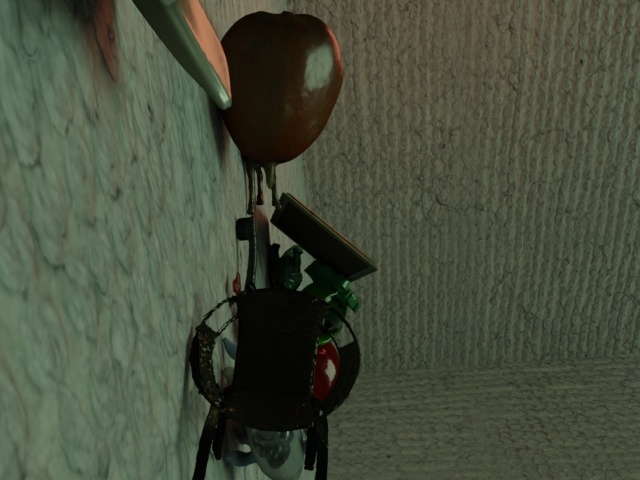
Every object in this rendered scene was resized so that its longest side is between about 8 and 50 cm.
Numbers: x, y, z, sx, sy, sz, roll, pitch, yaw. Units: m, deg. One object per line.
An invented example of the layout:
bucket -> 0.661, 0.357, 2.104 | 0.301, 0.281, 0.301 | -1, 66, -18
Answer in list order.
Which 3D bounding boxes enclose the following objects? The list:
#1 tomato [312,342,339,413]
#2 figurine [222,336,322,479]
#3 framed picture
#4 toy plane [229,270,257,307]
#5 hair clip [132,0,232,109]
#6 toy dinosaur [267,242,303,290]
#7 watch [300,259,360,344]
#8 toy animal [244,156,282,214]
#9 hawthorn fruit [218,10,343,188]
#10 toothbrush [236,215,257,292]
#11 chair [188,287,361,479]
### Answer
tomato -> -0.021, 0.316, 1.494 | 0.195, 0.136, 0.195 | -4, 90, -89
figurine -> -0.059, 0.217, 0.827 | 0.184, 0.128, 0.208 | -134, -145, -90
framed picture -> 0.000, 0.000, 1.319 | 0.019, 0.232, 0.296 | -51, -178, -13
toy plane -> -0.092, 0.107, 0.915 | 0.060, 0.037, 0.145 | -80, 150, -44
hair clip -> -0.122, -0.249, 0.427 | 0.172, 0.113, 0.282 | 69, 22, -82
toy dinosaur -> -0.076, 0.044, 1.434 | 0.292, 0.079, 0.120 | -86, 177, -63
watch -> -0.007, 0.144, 1.433 | 0.152, 0.131, 0.165 | -52, 144, -14
toy animal -> -0.110, -0.180, 1.140 | 0.243, 0.087, 0.260 | -140, -133, -74
hawthorn fruit -> -0.066, -0.200, 0.918 | 0.199, 0.199, 0.251 | -80, 178, -82
toothbrush -> -0.110, 0.103, 0.962 | 0.030, 0.030, 0.297 | 92, -4, -72
chair -> -0.050, 0.157, 0.653 | 0.149, 0.174, 0.213 | 134, -37, -87
